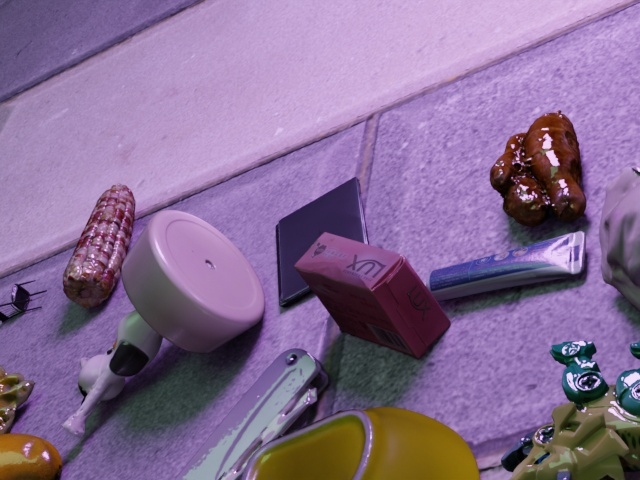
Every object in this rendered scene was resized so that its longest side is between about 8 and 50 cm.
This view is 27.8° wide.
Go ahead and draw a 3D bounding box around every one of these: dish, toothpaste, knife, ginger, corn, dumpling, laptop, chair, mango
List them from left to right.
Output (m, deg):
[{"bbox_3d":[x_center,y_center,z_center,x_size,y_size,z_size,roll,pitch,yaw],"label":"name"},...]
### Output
[{"bbox_3d":[-0.401,0.286,1.565,0.190,0.075,0.098,-24,55,10],"label":"mango"},{"bbox_3d":[-0.450,0.089,1.921,0.086,0.037,0.042,-18,47,23],"label":"chair"},{"bbox_3d":[-0.312,0.003,1.860,0.079,0.079,0.237,-25,30,21],"label":"corn"},{"bbox_3d":[-0.089,0.223,1.355,0.265,0.040,0.073,-47,42,-16],"label":"knife"},{"bbox_3d":[0.000,0.000,1.590,0.129,0.016,0.180,-29,32,15],"label":"laptop"},{"bbox_3d":[0.007,0.234,1.173,0.262,0.108,0.221,-19,34,29],"label":"dish"},{"bbox_3d":[0.181,0.033,1.335,0.197,0.035,0.057,-15,43,29],"label":"toothpaste"},{"bbox_3d":[0.228,-0.073,1.388,0.103,0.073,0.162,-25,33,22],"label":"ginger"},{"bbox_3d":[0.314,0.008,1.172,0.188,0.108,0.127,35,98,42],"label":"dumpling"}]

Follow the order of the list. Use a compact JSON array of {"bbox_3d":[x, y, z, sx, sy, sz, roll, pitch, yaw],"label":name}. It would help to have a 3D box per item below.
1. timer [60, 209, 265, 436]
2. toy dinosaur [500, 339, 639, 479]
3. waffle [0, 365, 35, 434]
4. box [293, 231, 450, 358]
[{"bbox_3d":[-0.215,0.111,1.566,0.266,0.175,0.175,-44,26,23],"label":"timer"},{"bbox_3d":[0.270,0.145,1.042,0.259,0.094,0.153,-14,37,22],"label":"toy dinosaur"},{"bbox_3d":[-0.492,0.258,1.717,0.204,0.054,0.223,4,50,35],"label":"waffle"},{"bbox_3d":[0.052,0.056,1.365,0.060,0.111,0.156,-49,33,-19],"label":"box"}]
